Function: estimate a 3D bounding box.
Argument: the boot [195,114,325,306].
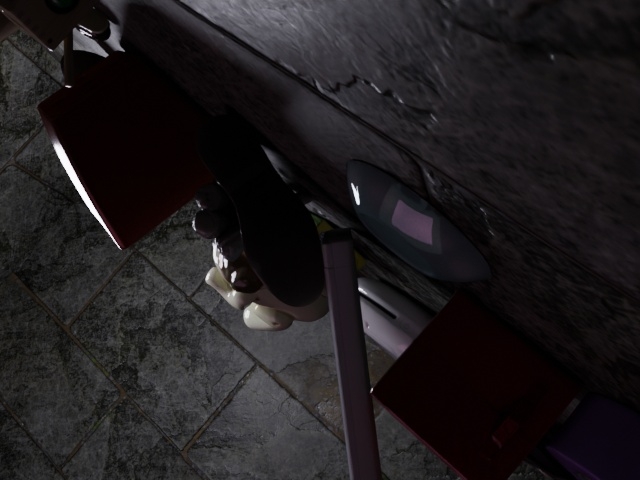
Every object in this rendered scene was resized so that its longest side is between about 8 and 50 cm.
[{"bbox_3d":[-0.078,-0.047,1.042,0.305,0.112,0.115,64,-177,-8],"label":"boot"}]

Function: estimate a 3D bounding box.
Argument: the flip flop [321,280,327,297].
[{"bbox_3d":[0.001,0.058,1.624,0.080,0.112,0.277,6,154,29],"label":"flip flop"}]

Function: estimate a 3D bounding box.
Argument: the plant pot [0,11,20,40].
[{"bbox_3d":[-0.603,-0.416,1.163,0.263,0.229,0.263,39,176,4],"label":"plant pot"}]

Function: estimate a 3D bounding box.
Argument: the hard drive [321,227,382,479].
[{"bbox_3d":[0.046,0.166,1.043,0.233,0.047,0.353,-76,-21,-85],"label":"hard drive"}]

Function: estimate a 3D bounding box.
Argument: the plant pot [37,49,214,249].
[{"bbox_3d":[-0.343,-0.186,1.240,0.267,0.267,0.235,32,158,56],"label":"plant pot"}]

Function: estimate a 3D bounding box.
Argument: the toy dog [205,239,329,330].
[{"bbox_3d":[-0.142,0.094,1.932,0.395,0.284,0.408,21,165,32],"label":"toy dog"}]

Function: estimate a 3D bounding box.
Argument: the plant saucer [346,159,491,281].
[{"bbox_3d":[0.092,-0.008,0.740,0.195,0.037,0.195,39,174,5],"label":"plant saucer"}]

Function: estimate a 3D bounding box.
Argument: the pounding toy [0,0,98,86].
[{"bbox_3d":[-0.315,-0.280,0.811,0.141,0.130,0.100,37,174,30],"label":"pounding toy"}]

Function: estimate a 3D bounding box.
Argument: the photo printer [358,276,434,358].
[{"bbox_3d":[0.188,0.203,1.419,0.307,0.107,0.256,45,173,-37],"label":"photo printer"}]

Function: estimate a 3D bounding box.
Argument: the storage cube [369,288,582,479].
[{"bbox_3d":[0.200,0.203,0.938,0.193,0.183,0.215,40,175,15],"label":"storage cube"}]

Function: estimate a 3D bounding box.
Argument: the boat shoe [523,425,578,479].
[{"bbox_3d":[0.438,0.400,1.399,0.335,0.112,0.095,37,159,-29],"label":"boat shoe"}]

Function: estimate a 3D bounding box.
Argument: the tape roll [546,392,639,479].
[{"bbox_3d":[0.410,0.304,0.826,0.275,0.090,0.275,40,174,5],"label":"tape roll"}]

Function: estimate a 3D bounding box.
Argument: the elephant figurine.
[{"bbox_3d":[-0.126,-0.044,1.231,0.186,0.169,0.239,36,177,8],"label":"elephant figurine"}]

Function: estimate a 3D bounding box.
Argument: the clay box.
[{"bbox_3d":[0.000,0.000,1.342,0.127,0.053,0.222,43,173,-27],"label":"clay box"}]

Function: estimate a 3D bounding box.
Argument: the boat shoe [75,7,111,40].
[{"bbox_3d":[-0.385,-0.358,1.084,0.133,0.049,0.042,36,166,2],"label":"boat shoe"}]

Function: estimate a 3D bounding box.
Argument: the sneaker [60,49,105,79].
[{"bbox_3d":[-0.416,-0.314,1.480,0.286,0.109,0.130,32,171,-18],"label":"sneaker"}]
